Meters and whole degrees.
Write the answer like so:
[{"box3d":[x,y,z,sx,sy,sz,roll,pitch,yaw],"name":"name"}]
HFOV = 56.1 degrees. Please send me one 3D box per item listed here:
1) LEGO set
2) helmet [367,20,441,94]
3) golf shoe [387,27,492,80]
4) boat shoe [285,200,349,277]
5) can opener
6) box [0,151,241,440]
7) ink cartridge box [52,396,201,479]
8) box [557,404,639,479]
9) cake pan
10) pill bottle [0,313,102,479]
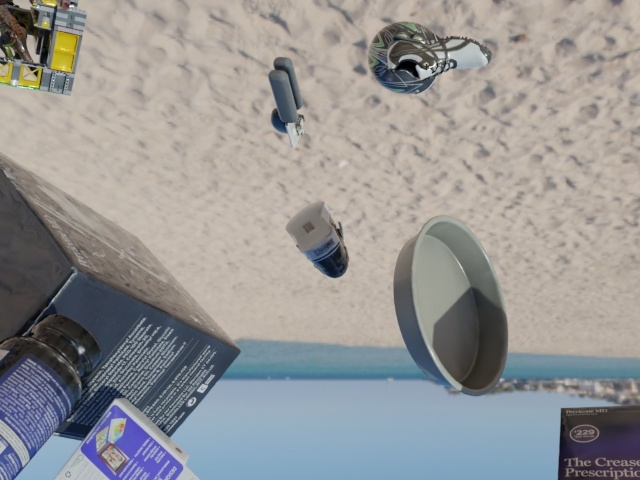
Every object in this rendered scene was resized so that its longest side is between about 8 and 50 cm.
[{"box3d":[-0.551,-0.420,1.078,0.255,0.331,0.192,9,127,-28],"name":"LEGO set"},{"box3d":[0.188,-0.401,1.323,0.169,0.169,0.161,-6,-163,24],"name":"helmet"},{"box3d":[0.224,-0.341,1.152,0.198,0.094,0.077,11,165,14],"name":"golf shoe"},{"box3d":[0.004,-0.002,1.334,0.113,0.105,0.306,-35,-160,-3],"name":"boat shoe"},{"box3d":[-0.086,-0.314,1.408,0.093,0.074,0.280,12,158,8],"name":"can opener"},{"box3d":[-0.493,0.122,1.177,0.480,0.297,0.472,38,178,35],"name":"box"},{"box3d":[-0.315,0.401,0.975,0.208,0.206,0.045,38,-179,13],"name":"ink cartridge box"},{"box3d":[0.458,0.307,0.790,0.261,0.103,0.184,-11,-166,26],"name":"box"},{"box3d":[0.214,0.106,0.981,0.054,0.293,0.293,-18,158,40],"name":"cake pan"},{"box3d":[-0.364,0.192,0.707,0.122,0.219,0.123,13,129,17],"name":"pill bottle"}]
